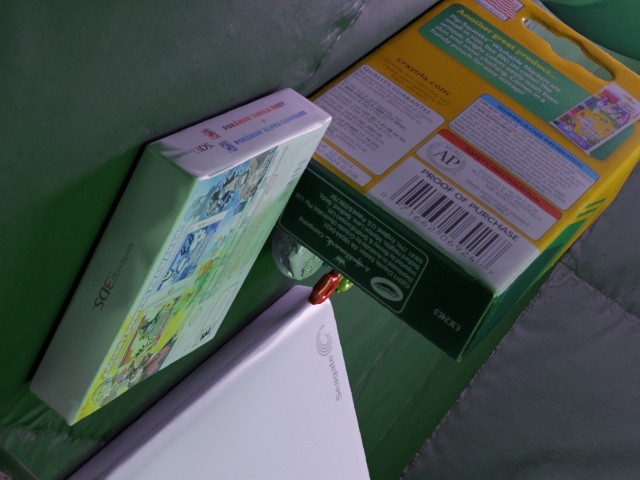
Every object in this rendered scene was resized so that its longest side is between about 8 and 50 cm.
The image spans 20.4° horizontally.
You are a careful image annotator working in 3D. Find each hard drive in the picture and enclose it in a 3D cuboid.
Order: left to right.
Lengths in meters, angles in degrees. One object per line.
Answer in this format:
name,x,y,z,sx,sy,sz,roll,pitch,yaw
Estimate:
hard drive,-0.082,0.223,1.519,0.353,0.047,0.233,-40,126,-46

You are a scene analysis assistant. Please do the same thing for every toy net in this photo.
toy net,0.000,0.000,1.500,0.122,0.045,0.232,-55,166,16

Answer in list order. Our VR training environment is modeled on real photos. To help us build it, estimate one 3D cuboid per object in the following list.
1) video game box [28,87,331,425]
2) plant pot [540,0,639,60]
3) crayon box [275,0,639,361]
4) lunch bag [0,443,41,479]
video game box,-0.092,0.007,1.181,0.205,0.048,0.187,-61,167,27
plant pot,0.223,-0.249,1.191,0.196,0.293,0.293,-8,140,-35
crayon box,0.116,-0.068,1.362,0.323,0.203,0.083,-40,162,-45
lunch bag,-0.189,0.275,1.002,0.235,0.287,0.169,-39,160,-50
